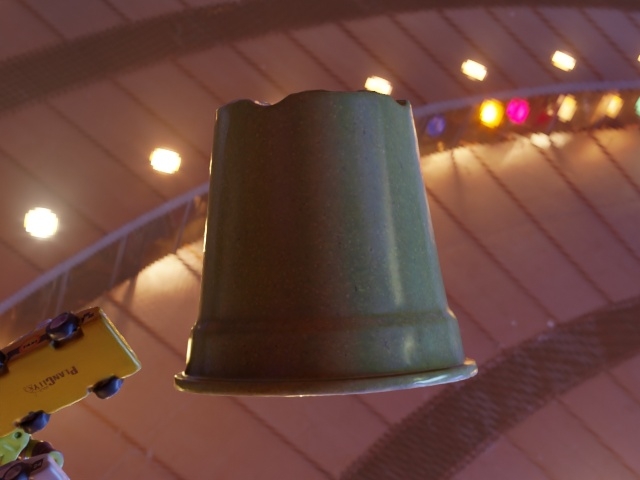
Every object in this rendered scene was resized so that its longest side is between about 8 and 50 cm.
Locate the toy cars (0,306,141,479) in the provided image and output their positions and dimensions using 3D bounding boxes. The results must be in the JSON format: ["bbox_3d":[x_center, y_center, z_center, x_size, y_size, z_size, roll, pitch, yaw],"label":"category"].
[{"bbox_3d":[-0.327,0.217,1.280,0.176,0.393,0.087,18,-154,-12],"label":"toy cars"}]

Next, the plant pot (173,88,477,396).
[{"bbox_3d":[0.000,0.000,1.036,0.276,0.276,0.253,-1,-92,-25],"label":"plant pot"}]

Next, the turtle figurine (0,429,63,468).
[{"bbox_3d":[-0.422,0.249,1.529,0.087,0.269,0.217,-35,-143,-22],"label":"turtle figurine"}]
